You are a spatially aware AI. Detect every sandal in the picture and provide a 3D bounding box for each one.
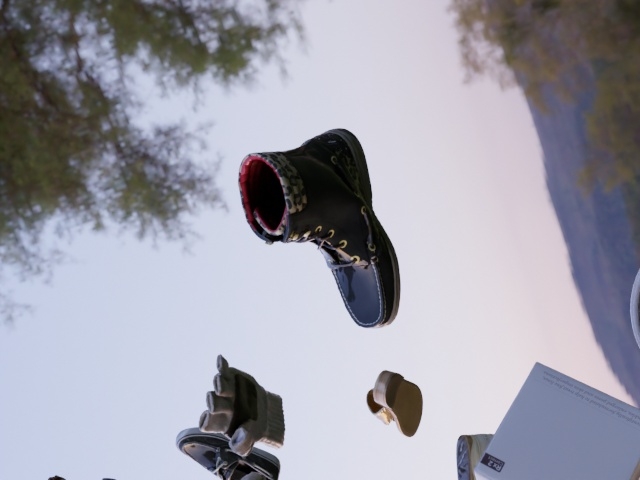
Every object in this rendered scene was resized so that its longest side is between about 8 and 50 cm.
[{"bbox_3d":[0.115,0.274,1.860,0.088,0.079,0.240,-67,-26,-17],"label":"sandal"}]

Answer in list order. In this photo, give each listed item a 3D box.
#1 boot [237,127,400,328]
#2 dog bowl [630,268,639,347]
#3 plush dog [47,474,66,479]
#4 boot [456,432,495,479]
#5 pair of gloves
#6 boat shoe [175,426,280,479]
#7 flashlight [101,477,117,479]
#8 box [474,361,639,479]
[{"bbox_3d":[-0.002,-0.001,1.166,0.178,0.085,0.237,-18,-86,-55],"label":"boot"},{"bbox_3d":[0.583,0.099,1.522,0.104,0.264,0.265,8,-115,-74],"label":"dog bowl"},{"bbox_3d":[-0.429,0.529,1.776,0.262,0.225,0.210,51,180,-23],"label":"plush dog"},{"bbox_3d":[0.296,0.394,1.616,0.077,0.165,0.213,-177,83,-76],"label":"boot"},{"bbox_3d":[-0.084,0.273,1.274,0.204,0.042,0.240,43,-141,-54],"label":"pair of gloves"},{"bbox_3d":[-0.182,0.431,2.079,0.070,0.219,0.078,-84,16,-60],"label":"boat shoe"},{"bbox_3d":[-0.287,0.463,1.369,0.103,0.103,0.304,14,-137,-20],"label":"flashlight"},{"bbox_3d":[0.325,0.291,1.400,0.182,0.181,0.119,-56,-25,-20],"label":"box"}]
